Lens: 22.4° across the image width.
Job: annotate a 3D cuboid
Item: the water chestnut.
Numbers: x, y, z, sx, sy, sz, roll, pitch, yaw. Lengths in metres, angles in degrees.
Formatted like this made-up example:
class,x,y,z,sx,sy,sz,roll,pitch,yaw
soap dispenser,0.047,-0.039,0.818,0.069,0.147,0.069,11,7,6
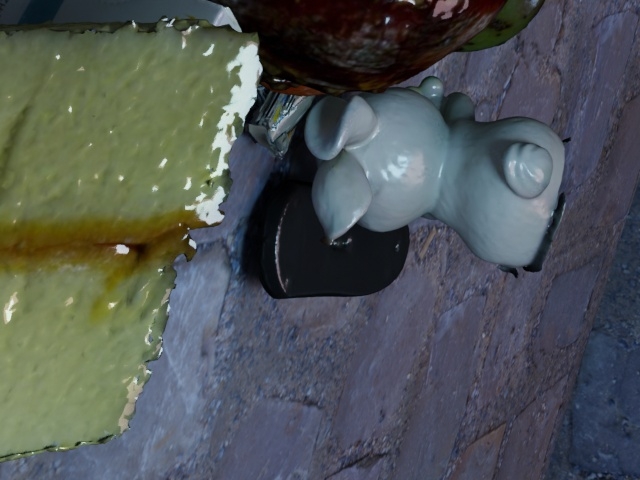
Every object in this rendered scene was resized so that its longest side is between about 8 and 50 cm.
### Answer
class,x,y,z,sx,sy,sz,roll,pitch,yaw
water chestnut,0.000,-0.250,1.389,0.350,0.350,0.302,-33,155,-54

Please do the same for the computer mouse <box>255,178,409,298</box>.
class,x,y,z,sx,sy,sz,roll,pitch,yaw
computer mouse,0.000,0.000,1.910,0.269,0.086,0.138,2,93,-53

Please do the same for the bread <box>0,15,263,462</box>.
class,x,y,z,sx,sy,sz,roll,pitch,yaw
bread,-0.274,0.020,1.052,0.242,0.405,0.346,-26,121,-72

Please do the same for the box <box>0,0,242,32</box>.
class,x,y,z,sx,sy,sz,roll,pitch,yaw
box,-0.222,-0.052,1.250,0.343,0.200,0.065,-64,159,-13

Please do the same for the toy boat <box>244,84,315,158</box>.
class,x,y,z,sx,sy,sz,roll,pitch,yaw
toy boat,-0.023,-0.188,1.737,0.210,0.066,0.084,-62,157,-17

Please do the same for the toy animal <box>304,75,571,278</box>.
class,x,y,z,sx,sy,sz,roll,pitch,yaw
toy animal,0.118,-0.079,1.808,0.247,0.310,0.183,-105,-147,-75

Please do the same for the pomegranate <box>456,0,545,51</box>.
class,x,y,z,sx,sy,sz,roll,pitch,yaw
pomegranate,0.121,-0.317,1.810,0.242,0.306,0.242,5,79,-28

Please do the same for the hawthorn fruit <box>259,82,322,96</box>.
class,x,y,z,sx,sy,sz,roll,pitch,yaw
hawthorn fruit,-0.009,-0.230,1.614,0.189,0.189,0.189,-47,148,-41
